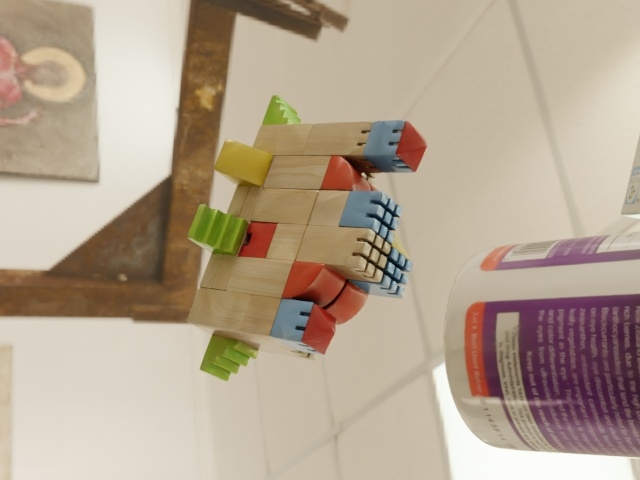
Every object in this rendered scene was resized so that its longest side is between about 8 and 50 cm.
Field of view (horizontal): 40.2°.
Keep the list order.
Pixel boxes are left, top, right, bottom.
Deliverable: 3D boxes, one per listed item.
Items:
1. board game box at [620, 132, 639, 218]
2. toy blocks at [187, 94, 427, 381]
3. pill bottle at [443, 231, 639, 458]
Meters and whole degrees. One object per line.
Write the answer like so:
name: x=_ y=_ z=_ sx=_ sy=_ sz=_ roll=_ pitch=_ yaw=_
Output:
board game box: x=0.348 y=-0.053 z=0.519 sx=0.144 sy=0.275 sz=0.142 roll=-2 pitch=106 yaw=-86
toy blocks: x=0.000 y=0.000 z=1.091 sx=0.261 sy=0.191 sz=0.381 roll=5 pitch=-112 yaw=40
pill bottle: x=0.165 y=0.048 z=0.406 sx=0.193 sy=0.108 sz=0.108 roll=-7 pitch=-100 yaw=40
